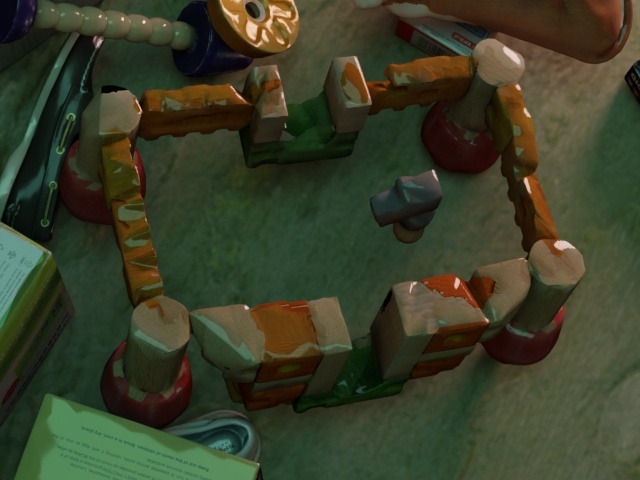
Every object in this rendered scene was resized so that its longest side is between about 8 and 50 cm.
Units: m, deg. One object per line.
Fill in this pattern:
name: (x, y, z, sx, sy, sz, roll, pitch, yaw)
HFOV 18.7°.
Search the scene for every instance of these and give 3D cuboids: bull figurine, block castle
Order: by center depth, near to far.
block castle: (0.000, 0.000, 1.833, 0.453, 0.213, 0.303, -9, 67, -15)
bull figurine: (0.166, -0.279, 1.900, 0.310, 0.101, 0.188, 18, 85, -13)

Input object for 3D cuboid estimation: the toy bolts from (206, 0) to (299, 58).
toy bolts: (-0.020, -0.309, 1.883, 0.228, 0.158, 0.218, -18, 80, -47)

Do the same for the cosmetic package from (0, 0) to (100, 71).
cosmetic package: (-0.258, -0.274, 1.930, 0.231, 0.117, 0.085, -36, 83, -9)

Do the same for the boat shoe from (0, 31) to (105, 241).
boat shoe: (-0.254, -0.109, 1.915, 0.068, 0.081, 0.228, 23, 82, -4)

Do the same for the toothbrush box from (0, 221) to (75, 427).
toothbrush box: (-0.333, 0.095, 1.757, 0.122, 0.283, 0.206, 31, 77, 3)

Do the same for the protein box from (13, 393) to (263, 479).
protein box: (-0.175, 0.267, 1.703, 0.200, 0.136, 0.201, 18, 77, 4)

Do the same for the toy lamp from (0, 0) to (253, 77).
toy lamp: (-0.186, -0.207, 1.884, 0.274, 0.080, 0.080, 8, 75, -34)

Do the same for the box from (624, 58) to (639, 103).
box: (0.447, -0.150, 1.976, 0.220, 0.051, 0.175, -28, 80, -9)

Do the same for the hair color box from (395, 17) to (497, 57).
hair color box: (0.158, -0.262, 1.983, 0.093, 0.053, 0.167, 31, 76, 3)

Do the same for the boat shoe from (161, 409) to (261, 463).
boat shoe: (-0.185, 0.234, 1.830, 0.277, 0.096, 0.098, -30, 81, -9)
